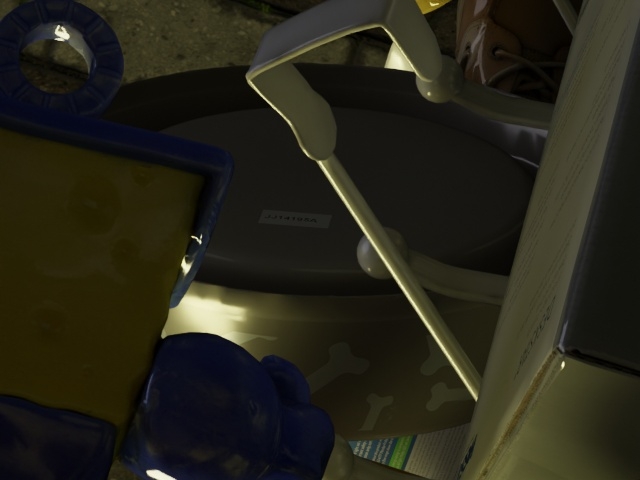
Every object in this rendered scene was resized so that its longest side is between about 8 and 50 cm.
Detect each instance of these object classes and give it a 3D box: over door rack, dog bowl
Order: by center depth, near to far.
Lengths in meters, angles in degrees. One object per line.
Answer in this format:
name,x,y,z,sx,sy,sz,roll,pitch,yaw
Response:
over door rack,0.053,-0.029,0.764,0.239,0.108,0.324,-72,-30,-43
dog bowl,0.000,0.000,1.156,0.349,0.349,0.102,-70,-17,-65

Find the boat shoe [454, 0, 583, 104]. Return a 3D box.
boat shoe,0.159,-0.116,1.561,0.110,0.121,0.341,-105,28,-63

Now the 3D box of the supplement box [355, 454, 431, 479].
supplement box,-0.003,0.204,0.917,0.194,0.191,0.129,-69,-4,-61

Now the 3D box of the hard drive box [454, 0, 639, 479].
hard drive box,0.114,-0.025,0.564,0.181,0.089,0.232,104,-176,-66

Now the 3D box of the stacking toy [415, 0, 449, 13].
stacking toy,0.143,-0.342,1.491,0.279,0.130,0.309,-26,30,38

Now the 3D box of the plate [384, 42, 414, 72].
plate,0.090,0.031,1.509,0.278,0.045,0.277,-120,37,-46

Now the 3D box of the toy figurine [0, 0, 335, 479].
toy figurine,-0.054,0.025,0.495,0.191,0.362,0.217,115,165,-58

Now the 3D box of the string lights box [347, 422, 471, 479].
string lights box,0.010,0.082,1.350,0.077,0.259,0.133,-71,-1,-50
